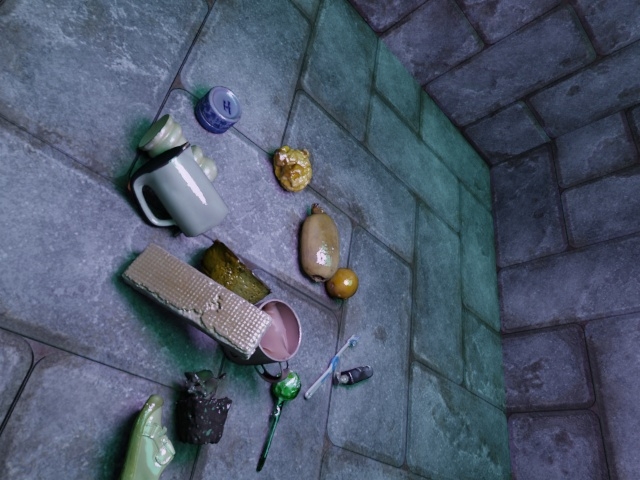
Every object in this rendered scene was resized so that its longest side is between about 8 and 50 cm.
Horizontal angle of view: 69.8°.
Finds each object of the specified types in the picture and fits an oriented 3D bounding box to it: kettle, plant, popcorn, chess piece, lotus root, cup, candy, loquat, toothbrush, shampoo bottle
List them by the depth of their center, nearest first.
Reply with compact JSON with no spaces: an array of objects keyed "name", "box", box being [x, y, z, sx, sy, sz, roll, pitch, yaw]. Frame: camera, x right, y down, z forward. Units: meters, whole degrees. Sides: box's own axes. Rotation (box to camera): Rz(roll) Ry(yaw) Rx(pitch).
[{"name":"plant","box":[-0.332,0.467,1.295,0.142,0.131,0.203,25,65,-38]},{"name":"kettle","box":[-0.440,-0.139,1.408,0.240,0.165,0.255,-34,122,-8]},{"name":"cup","box":[-0.186,0.331,1.465,0.191,0.200,0.253,-15,83,-50]},{"name":"candy","box":[-0.148,0.583,1.503,0.097,0.097,0.324,39,55,-30]},{"name":"chess piece","box":[-0.451,-0.274,1.513,0.251,0.144,0.144,44,45,-35]},{"name":"toothbrush","box":[0.045,0.484,1.791,0.386,0.040,0.040,-37,101,-46]},{"name":"shampoo bottle","box":[0.129,0.539,1.833,0.207,0.057,0.064,2,72,-48]},{"name":"lotus root","box":[0.000,0.000,1.862,0.169,0.151,0.343,21,61,-42]},{"name":"popcorn","box":[-0.114,-0.297,1.890,0.163,0.140,0.194,-31,87,-42]},{"name":"loquat","box":[0.092,0.177,1.895,0.141,0.141,0.141,23,57,-40]}]

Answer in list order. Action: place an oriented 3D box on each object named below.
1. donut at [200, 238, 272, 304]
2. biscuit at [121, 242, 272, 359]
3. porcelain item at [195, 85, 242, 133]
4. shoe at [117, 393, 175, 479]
[{"name":"donut","box":[-0.276,0.108,1.451,0.107,0.272,0.272,-45,112,-8]},{"name":"biscuit","box":[-0.347,0.172,1.299,0.426,0.078,0.144,30,61,4]},{"name":"porcelain item","box":[-0.375,-0.478,1.690,0.147,0.114,0.147,21,59,-39]},{"name":"shoe","box":[-0.438,0.529,1.157,0.128,0.140,0.262,26,60,-27]}]
